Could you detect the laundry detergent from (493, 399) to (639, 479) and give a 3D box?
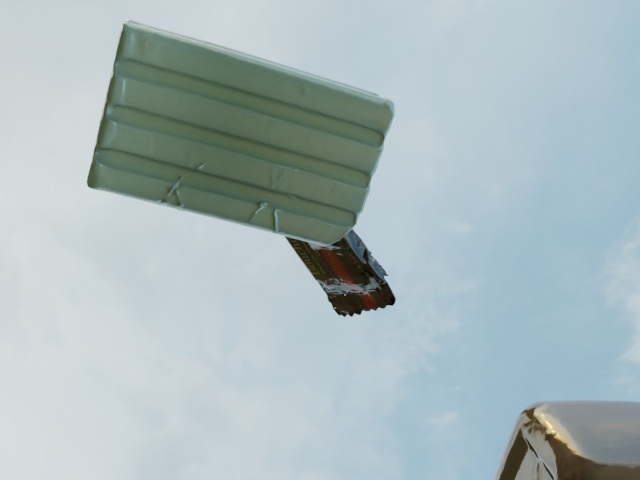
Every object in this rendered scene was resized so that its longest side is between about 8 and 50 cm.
[{"bbox_3d":[0.197,0.164,0.389,0.076,0.237,0.171,-115,-146,-65],"label":"laundry detergent"}]

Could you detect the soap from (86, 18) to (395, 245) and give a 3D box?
[{"bbox_3d":[-0.059,-0.076,0.573,0.066,0.198,0.119,-114,-140,-69],"label":"soap"}]

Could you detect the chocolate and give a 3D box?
[{"bbox_3d":[0.000,0.000,0.763,0.086,0.028,0.182,-17,-64,40],"label":"chocolate"}]
